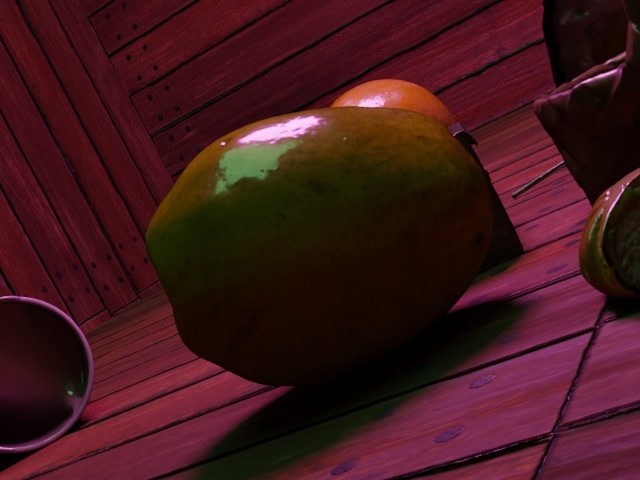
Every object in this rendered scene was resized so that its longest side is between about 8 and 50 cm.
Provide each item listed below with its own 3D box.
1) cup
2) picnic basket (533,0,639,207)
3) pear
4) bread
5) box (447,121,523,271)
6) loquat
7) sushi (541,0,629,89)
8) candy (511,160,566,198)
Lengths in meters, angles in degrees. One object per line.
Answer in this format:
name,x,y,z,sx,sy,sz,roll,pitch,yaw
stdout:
cup,-0.478,0.224,1.500,0.289,0.219,0.258,-62,16,-16
picnic basket,0.363,-0.234,1.051,0.337,0.337,0.293,-24,6,33
pear,0.000,0.000,0.940,0.307,0.252,0.253,-26,5,-7
bread,0.247,-0.009,0.777,0.157,0.083,0.094,-31,-6,-24
box,0.136,-0.040,1.199,0.155,0.149,0.231,-26,5,8
loquat,0.104,-0.128,1.637,0.263,0.263,0.263,-27,5,3
sushi,0.446,-0.307,1.358,0.300,0.281,0.294,7,19,8
candy,0.358,-0.116,1.443,0.202,0.061,0.061,-34,3,17
